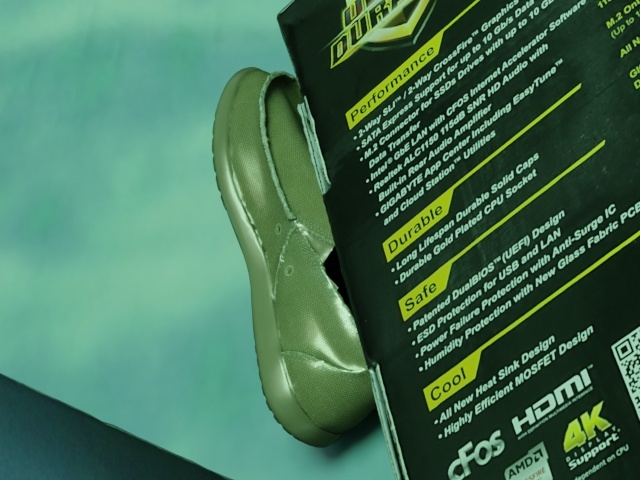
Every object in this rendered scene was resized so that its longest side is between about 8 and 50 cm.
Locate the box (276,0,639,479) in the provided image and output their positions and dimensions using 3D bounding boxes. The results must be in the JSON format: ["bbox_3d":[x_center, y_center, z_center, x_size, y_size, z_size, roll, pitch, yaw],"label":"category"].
[{"bbox_3d":[0.140,-0.063,0.453,0.322,0.079,0.257,-39,42,26],"label":"box"}]

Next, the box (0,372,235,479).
[{"bbox_3d":[-0.065,0.216,0.376,0.183,0.296,0.294,-16,61,27],"label":"box"}]

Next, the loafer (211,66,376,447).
[{"bbox_3d":[0.000,0.000,0.593,0.050,0.056,0.148,-22,68,23],"label":"loafer"}]
